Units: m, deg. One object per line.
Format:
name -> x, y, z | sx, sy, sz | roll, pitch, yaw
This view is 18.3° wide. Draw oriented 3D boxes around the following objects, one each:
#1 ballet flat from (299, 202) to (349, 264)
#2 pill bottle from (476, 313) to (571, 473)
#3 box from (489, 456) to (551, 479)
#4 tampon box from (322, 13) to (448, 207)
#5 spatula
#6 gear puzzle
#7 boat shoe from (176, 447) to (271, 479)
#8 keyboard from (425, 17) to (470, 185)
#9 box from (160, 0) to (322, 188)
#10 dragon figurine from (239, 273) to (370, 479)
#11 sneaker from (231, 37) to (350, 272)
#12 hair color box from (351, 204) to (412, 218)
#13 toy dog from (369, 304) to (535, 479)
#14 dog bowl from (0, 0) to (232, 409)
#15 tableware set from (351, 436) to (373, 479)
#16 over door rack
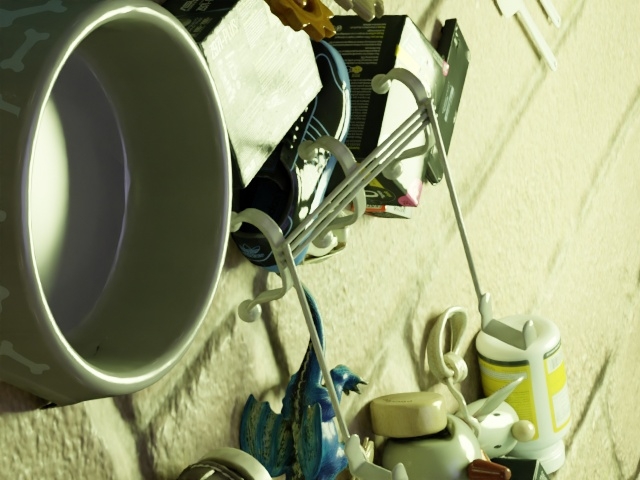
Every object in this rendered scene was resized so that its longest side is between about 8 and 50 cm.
ballet flat -> 0.000, 0.000, 1.959 | 0.168, 0.052, 0.057 | -26, 115, -61
pill bottle -> 0.250, 0.191, 2.419 | 0.103, 0.103, 0.184 | -46, 133, -53
box -> 0.216, 0.414, 2.373 | 0.184, 0.103, 0.261 | 53, 46, -48
tampon box -> 0.048, -0.129, 1.988 | 0.120, 0.101, 0.161 | 41, 56, -56
spatula -> 0.265, -0.326, 2.503 | 0.242, 0.019, 0.168 | 51, 43, -54
gear puzzle -> -0.021, -0.257, 1.730 | 0.175, 0.044, 0.339 | 38, 25, -24
boat shoe -> -0.077, 0.352, 1.777 | 0.097, 0.116, 0.324 | -30, 115, -54
keyboard -> 0.133, -0.163, 2.247 | 0.108, 0.023, 0.180 | 57, 42, -59
box -> -0.082, -0.153, 1.754 | 0.180, 0.077, 0.147 | -56, 139, -47
dragon figurine -> -0.020, 0.182, 1.898 | 0.144, 0.085, 0.289 | -29, 119, -60
sneaker -> -0.030, -0.089, 1.859 | 0.090, 0.081, 0.232 | 41, 57, -66
hair color box -> 0.070, -0.096, 2.100 | 0.072, 0.043, 0.141 | 14, 78, -63
toy dog -> 0.174, 0.228, 2.205 | 0.334, 0.161, 0.220 | -46, 133, -53
dog bowl -> -0.184, -0.036, 1.538 | 0.349, 0.102, 0.349 | -7, 97, -63
tableware set -> 0.032, 0.280, 2.040 | 0.169, 0.020, 0.141 | 71, 34, -74
over door rack -> 0.048, 0.037, 1.839 | 0.239, 0.108, 0.324 | -45, 125, -30
